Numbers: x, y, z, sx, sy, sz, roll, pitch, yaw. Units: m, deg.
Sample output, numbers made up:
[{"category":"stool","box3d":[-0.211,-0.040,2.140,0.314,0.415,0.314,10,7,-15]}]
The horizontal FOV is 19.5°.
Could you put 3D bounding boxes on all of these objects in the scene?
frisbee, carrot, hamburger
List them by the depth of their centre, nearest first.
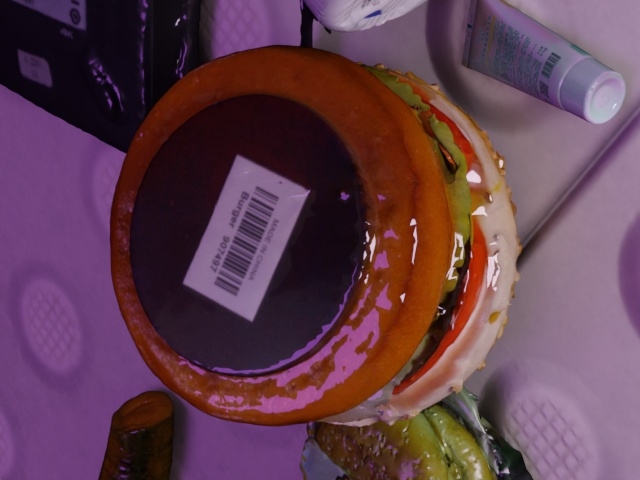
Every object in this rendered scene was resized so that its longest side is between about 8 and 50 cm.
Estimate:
[{"category":"hamburger","box3d":[0.000,0.000,1.589,0.330,0.250,0.330,-4,81,29]},{"category":"frisbee","box3d":[-0.018,-0.231,1.692,0.211,0.012,0.187,100,160,-66]},{"category":"hamburger","box3d":[0.082,0.205,1.703,0.214,0.125,0.235,46,134,21]},{"category":"carrot","box3d":[-0.205,0.250,2.054,0.082,0.082,0.173,30,126,36]}]

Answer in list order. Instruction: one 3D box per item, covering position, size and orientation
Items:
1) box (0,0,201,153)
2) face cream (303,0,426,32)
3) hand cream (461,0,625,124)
[{"category":"box","box3d":[-0.256,-0.293,1.907,0.359,0.091,0.350,27,122,40]},{"category":"face cream","box3d":[0.062,-0.261,1.499,0.206,0.206,0.111,-41,77,46]},{"category":"hand cream","box3d":[0.177,-0.151,1.544,0.174,0.047,0.076,35,128,44]}]
